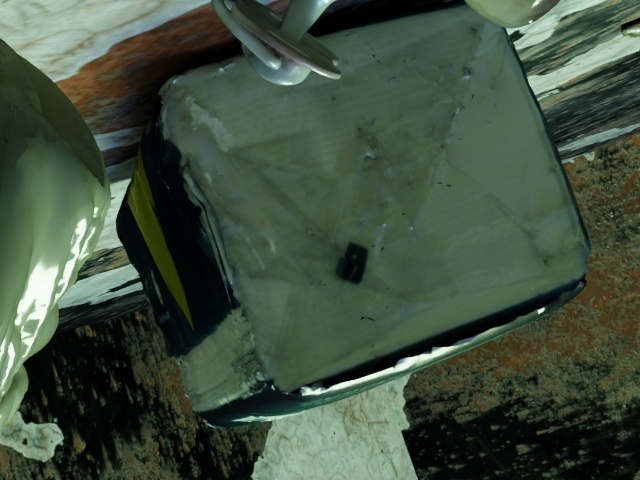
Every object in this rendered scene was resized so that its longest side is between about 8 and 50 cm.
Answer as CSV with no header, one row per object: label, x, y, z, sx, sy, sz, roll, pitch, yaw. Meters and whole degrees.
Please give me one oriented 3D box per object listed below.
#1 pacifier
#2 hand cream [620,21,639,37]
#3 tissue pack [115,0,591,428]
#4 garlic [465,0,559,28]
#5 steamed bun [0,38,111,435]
pacifier,-0.014,-0.129,0.701,0.078,0.081,0.099,-53,-168,16
hand cream,0.381,-0.231,1.302,0.143,0.039,0.061,-11,-176,15
tissue pack,0.000,0.000,1.007,0.264,0.253,0.416,-19,176,-14
garlic,0.120,-0.165,0.644,0.128,0.090,0.198,-32,171,-2
steamed bun,-0.271,0.053,0.504,0.342,0.255,0.368,-54,-175,36
